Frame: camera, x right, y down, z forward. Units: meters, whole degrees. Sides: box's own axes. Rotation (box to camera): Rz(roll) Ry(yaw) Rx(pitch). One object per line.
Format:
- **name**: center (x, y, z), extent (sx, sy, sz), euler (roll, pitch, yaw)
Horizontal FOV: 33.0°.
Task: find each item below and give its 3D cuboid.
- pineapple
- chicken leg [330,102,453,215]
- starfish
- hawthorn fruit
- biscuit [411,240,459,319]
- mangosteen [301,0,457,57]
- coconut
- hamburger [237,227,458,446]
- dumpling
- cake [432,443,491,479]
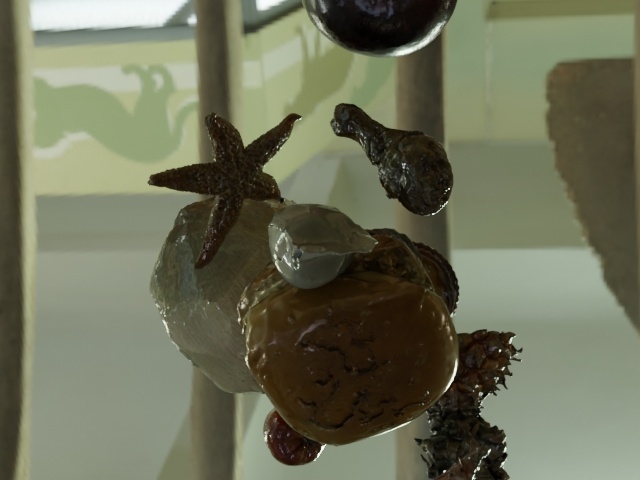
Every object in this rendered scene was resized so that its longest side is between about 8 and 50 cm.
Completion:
- **pineapple**: center (0.239, 0.310, 1.802), extent (0.263, 0.271, 0.262), euler (-11, 161, -4)
- **chicken leg**: center (0.085, -0.108, 1.301), extent (0.069, 0.085, 0.198), euler (-14, -134, -43)
- **starfish**: center (-0.155, -0.094, 1.672), extent (0.231, 0.295, 0.048), euler (24, -166, -42)
- **hawthorn fruit**: center (-0.047, 0.348, 1.997), extent (0.125, 0.125, 0.140), euler (-7, -150, -5)
- **biscuit**: center (0.172, 0.109, 2.194), extent (0.221, 0.220, 0.066), euler (1, -170, 12)
- **mangosteen**: center (0.085, -0.387, 1.560), extent (0.236, 0.235, 0.261), euler (-4, -163, 2)
- **coconut**: center (-0.128, 0.084, 1.900), extent (0.346, 0.360, 0.346), euler (-31, -152, 19)
- **hamburger**: center (0.042, 0.137, 1.511), extent (0.284, 0.304, 0.174), euler (-24, -139, 5)
- **dumpling**: center (0.000, 0.000, 1.357), extent (0.127, 0.108, 0.188), euler (-18, -175, -17)
- **cake**: center (0.065, 0.293, 1.025), extent (0.135, 0.287, 0.098), euler (38, -168, 24)
